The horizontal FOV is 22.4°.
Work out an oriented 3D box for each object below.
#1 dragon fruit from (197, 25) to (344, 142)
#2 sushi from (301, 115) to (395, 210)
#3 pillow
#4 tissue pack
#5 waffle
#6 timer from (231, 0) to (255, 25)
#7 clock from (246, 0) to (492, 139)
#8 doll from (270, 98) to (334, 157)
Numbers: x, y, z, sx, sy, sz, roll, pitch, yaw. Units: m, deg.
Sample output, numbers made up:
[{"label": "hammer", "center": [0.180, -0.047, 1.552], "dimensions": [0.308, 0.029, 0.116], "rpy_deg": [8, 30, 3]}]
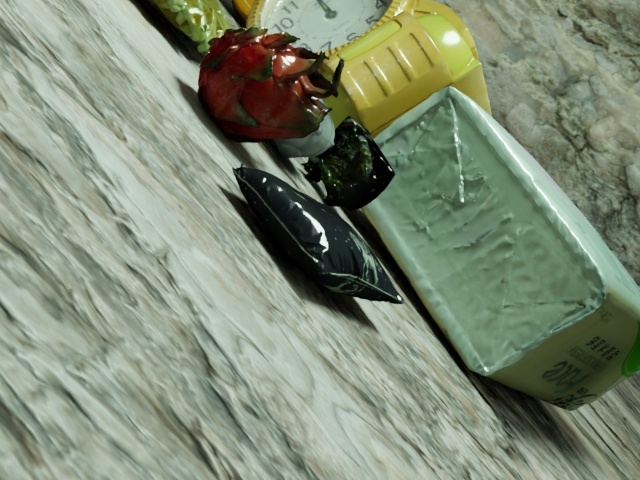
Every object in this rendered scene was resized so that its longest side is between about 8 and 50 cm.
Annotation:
[{"label": "dragon fruit", "center": [-0.055, -0.154, 1.619], "dimensions": [0.142, 0.121, 0.130], "rpy_deg": [20, 17, 8]}, {"label": "sushi", "center": [0.033, -0.079, 1.839], "dimensions": [0.083, 0.084, 0.056], "rpy_deg": [54, 12, 26]}, {"label": "pillow", "center": [0.000, 0.000, 1.494], "dimensions": [0.141, 0.055, 0.208], "rpy_deg": [44, 6, 21]}, {"label": "tissue pack", "center": [0.238, 0.025, 2.002], "dimensions": [0.332, 0.205, 0.405], "rpy_deg": [58, 11, 22]}, {"label": "waffle", "center": [-0.173, -0.288, 1.796], "dimensions": [0.208, 0.054, 0.214], "rpy_deg": [45, 8, -1]}, {"label": "timer", "center": [-0.076, -0.348, 2.369], "dimensions": [0.132, 0.132, 0.152], "rpy_deg": [50, -14, 2]}, {"label": "clock", "center": [0.045, -0.236, 2.090], "dimensions": [0.317, 0.244, 0.200], "rpy_deg": [52, -12, 41]}, {"label": "doll", "center": [-0.031, -0.134, 1.816], "dimensions": [0.094, 0.079, 0.180], "rpy_deg": [29, 4, -22]}]
